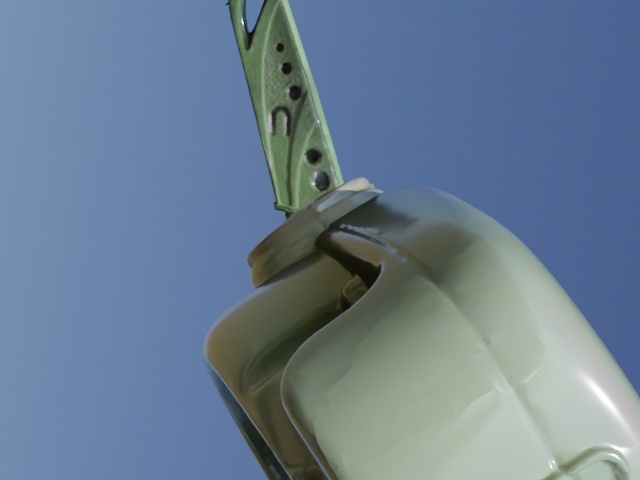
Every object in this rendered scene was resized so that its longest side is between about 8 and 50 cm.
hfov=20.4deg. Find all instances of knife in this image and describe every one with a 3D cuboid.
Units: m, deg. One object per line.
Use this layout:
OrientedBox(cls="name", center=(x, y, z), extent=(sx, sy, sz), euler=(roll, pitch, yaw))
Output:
OrientedBox(cls="knife", center=(0.001, 0.000, 0.873), extent=(0.043, 0.020, 0.293), euler=(-13, -87, 32))

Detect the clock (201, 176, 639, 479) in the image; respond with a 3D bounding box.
OrientedBox(cls="clock", center=(0.054, 0.108, 0.688), extent=(0.108, 0.265, 0.324), euler=(-33, -165, -7))
